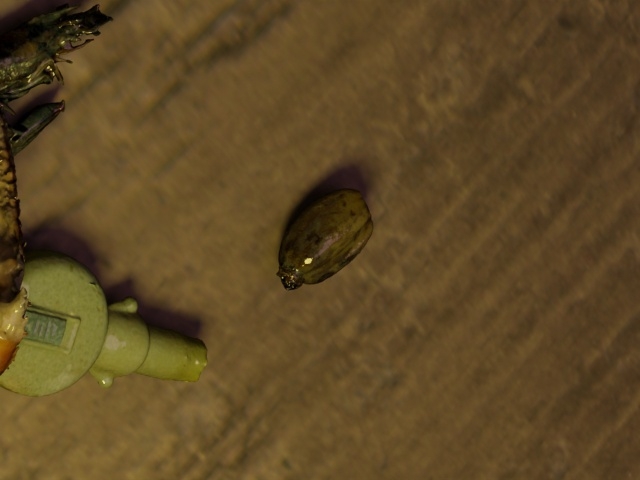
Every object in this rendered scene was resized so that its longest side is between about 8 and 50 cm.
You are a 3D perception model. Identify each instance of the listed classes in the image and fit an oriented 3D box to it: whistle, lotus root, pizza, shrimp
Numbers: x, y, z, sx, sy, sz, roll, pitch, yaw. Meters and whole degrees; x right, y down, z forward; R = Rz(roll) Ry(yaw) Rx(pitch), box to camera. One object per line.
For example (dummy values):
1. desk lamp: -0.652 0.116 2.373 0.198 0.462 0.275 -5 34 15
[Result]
1. whistle: -0.161 0.071 1.414 0.198 0.057 0.104 19 89 -38
2. lotus root: 0.000 0.000 1.529 0.099 0.049 0.054 -45 145 -18
3. pizza: -0.230 0.001 1.291 0.052 0.185 0.195 7 74 -26
4. shrimp: -0.210 -0.106 1.355 0.161 0.034 0.091 -35 132 -20
